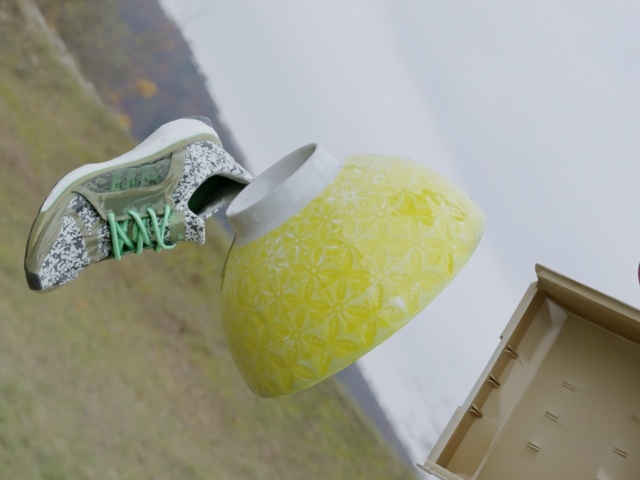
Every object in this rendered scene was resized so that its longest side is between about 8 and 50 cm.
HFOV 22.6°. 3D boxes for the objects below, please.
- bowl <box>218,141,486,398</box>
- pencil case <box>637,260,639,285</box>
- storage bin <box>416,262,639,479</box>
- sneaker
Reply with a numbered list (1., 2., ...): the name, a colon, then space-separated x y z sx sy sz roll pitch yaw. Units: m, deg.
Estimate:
1. bowl: 0.000 0.000 1.539 0.156 0.289 0.289 53 -2 -13
2. pencil case: 0.550 0.023 2.384 0.104 0.104 0.236 60 34 1
3. storage bin: 0.277 0.195 1.735 0.260 0.262 0.123 27 -9 31
4. sneaker: -0.259 -0.040 2.379 0.182 0.410 0.158 29 -38 33
